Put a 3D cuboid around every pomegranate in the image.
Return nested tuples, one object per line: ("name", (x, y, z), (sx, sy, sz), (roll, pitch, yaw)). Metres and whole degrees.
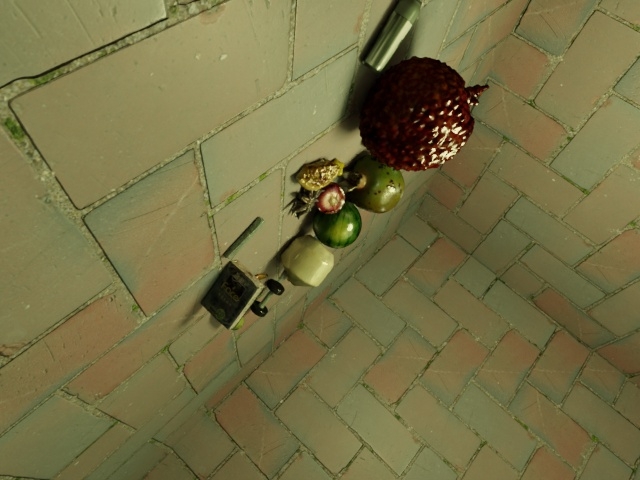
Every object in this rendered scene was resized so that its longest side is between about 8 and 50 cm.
("pomegranate", (0.242, -0.289, 2.067), (0.291, 0.291, 0.323), (-50, 134, 4))

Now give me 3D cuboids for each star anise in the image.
("star anise", (-0.061, -0.175, 1.830), (0.180, 0.061, 0.205), (-38, 160, -49))

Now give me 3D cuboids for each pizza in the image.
("pizza", (-0.001, -0.260, 1.734), (0.246, 0.058, 0.127), (-12, 117, -50))

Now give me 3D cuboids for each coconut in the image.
("coconut", (-0.072, 0.112, 2.146), (0.247, 0.245, 0.245), (-49, 164, 1))

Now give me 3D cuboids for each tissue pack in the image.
("tissue pack", (-0.356, 0.221, 1.766), (0.235, 0.173, 0.073), (-52, 165, 13))

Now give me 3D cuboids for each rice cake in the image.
("rice cake", (-0.291, -0.007, 1.668), (0.208, 0.033, 0.033), (-47, 165, -5))

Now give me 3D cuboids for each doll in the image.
("doll", (0.061, -0.296, 1.891), (0.113, 0.071, 0.135), (-50, 171, 34))

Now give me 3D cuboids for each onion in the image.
("onion", (0.029, -0.198, 1.982), (0.150, 0.140, 0.150), (-8, 109, -25))

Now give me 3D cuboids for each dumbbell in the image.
("dumbbell", (-0.280, 0.302, 2.282), (0.191, 0.100, 0.100), (-53, 164, 11))

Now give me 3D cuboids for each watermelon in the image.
("watermelon", (0.081, -0.081, 2.110), (0.242, 0.242, 0.242), (-44, 163, -17))

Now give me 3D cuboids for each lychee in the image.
("lychee", (0.386, -0.482, 1.652), (0.500, 0.425, 0.424), (-25, 172, 21))

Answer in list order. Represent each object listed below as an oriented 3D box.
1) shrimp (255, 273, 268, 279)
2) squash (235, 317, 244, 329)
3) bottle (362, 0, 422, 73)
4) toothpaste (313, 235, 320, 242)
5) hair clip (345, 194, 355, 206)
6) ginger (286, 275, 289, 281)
("shrimp", (-0.301, 0.193, 2.110), (0.127, 0.025, 0.091), (-17, 145, -54))
("squash", (-0.437, 0.357, 2.043), (0.094, 0.094, 0.224), (-46, 157, -9))
("bottle", (0.236, -0.684, 1.444), (0.254, 0.079, 0.096), (-55, -159, 22))
("toothpaste", (0.000, 0.000, 2.382), (0.193, 0.070, 0.044), (-42, 164, -25))
("hair clip", (0.180, -0.220, 2.335), (0.321, 0.091, 0.138), (-49, 161, -48))
("ginger", (-0.128, 0.169, 2.438), (0.137, 0.074, 0.213), (-53, 170, 13))
